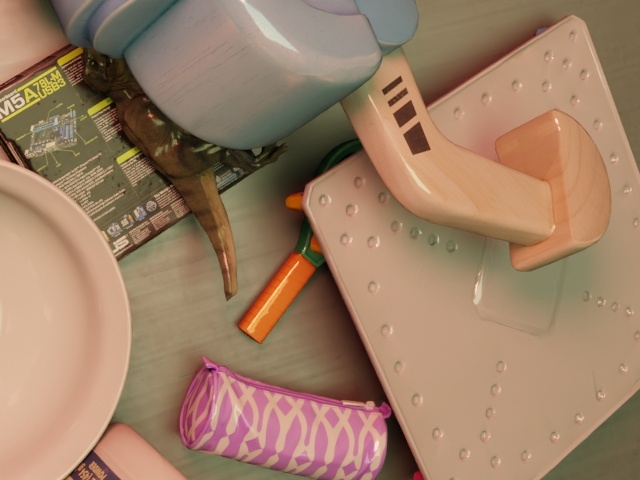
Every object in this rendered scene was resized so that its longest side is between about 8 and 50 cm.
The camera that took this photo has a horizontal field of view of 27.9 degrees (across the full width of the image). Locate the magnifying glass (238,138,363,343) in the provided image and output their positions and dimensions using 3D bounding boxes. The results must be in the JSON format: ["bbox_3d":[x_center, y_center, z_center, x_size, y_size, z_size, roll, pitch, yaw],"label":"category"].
[{"bbox_3d":[0.000,0.000,1.246,0.092,0.026,0.231,41,80,-24],"label":"magnifying glass"}]

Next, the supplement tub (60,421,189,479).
[{"bbox_3d":[-0.204,0.342,1.083,0.325,0.235,0.235,-46,113,-12],"label":"supplement tub"}]

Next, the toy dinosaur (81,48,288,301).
[{"bbox_3d":[-0.103,-0.088,1.120,0.118,0.064,0.268,-34,111,-8],"label":"toy dinosaur"}]

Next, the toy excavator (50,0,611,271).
[{"bbox_3d":[0.012,-0.149,1.049,0.433,0.222,0.445,-19,85,-42],"label":"toy excavator"}]

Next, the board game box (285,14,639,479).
[{"bbox_3d":[0.185,0.031,1.282,0.390,0.050,0.390,-34,110,-30],"label":"board game box"}]

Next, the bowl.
[{"bbox_3d":[-0.313,0.073,1.052,0.297,0.134,0.298,-3,98,-24],"label":"bowl"}]

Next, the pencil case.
[{"bbox_3d":[-0.030,0.176,1.221,0.206,0.086,0.088,16,106,-26],"label":"pencil case"}]

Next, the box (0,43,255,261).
[{"bbox_3d":[-0.176,-0.093,1.142,0.190,0.045,0.184,-35,108,-16],"label":"box"}]
